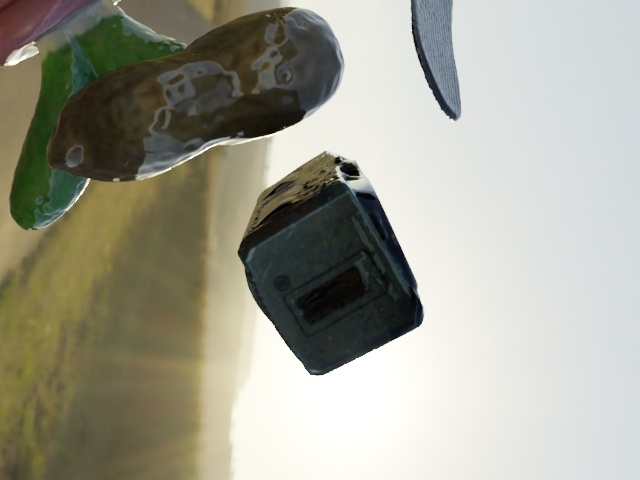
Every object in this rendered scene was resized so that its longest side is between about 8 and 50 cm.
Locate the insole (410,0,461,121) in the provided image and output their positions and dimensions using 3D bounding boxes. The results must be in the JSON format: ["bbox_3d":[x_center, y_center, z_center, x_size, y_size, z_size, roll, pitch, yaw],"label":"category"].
[{"bbox_3d":[0.064,-0.163,0.816,0.086,0.005,0.253,53,27,-42],"label":"insole"}]

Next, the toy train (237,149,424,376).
[{"bbox_3d":[0.000,0.000,0.911,0.086,0.089,0.409,60,2,-6],"label":"toy train"}]

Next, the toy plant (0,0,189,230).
[{"bbox_3d":[-0.305,-0.236,1.649,0.356,0.317,0.210,57,9,-12],"label":"toy plant"}]

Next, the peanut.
[{"bbox_3d":[-0.086,-0.099,1.002,0.085,0.228,0.104,68,-18,-5],"label":"peanut"}]
